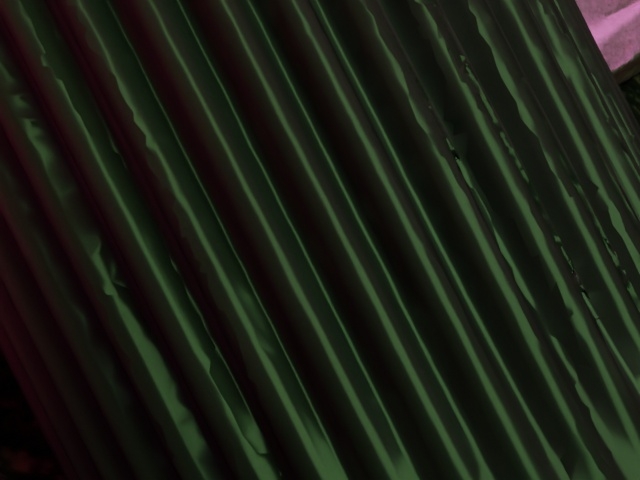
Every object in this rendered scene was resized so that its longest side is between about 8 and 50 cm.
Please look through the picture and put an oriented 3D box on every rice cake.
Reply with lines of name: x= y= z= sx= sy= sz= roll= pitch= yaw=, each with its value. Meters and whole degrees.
rice cake: x=0.219 y=-0.160 z=1.006 sx=0.226 sy=0.040 sz=0.085 roll=-28 pitch=72 yaw=-43

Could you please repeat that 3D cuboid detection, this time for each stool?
stool: x=0.000 y=0.000 z=0.572 sx=0.297 sy=0.297 sz=0.330 roll=-11 pitch=66 yaw=-37
